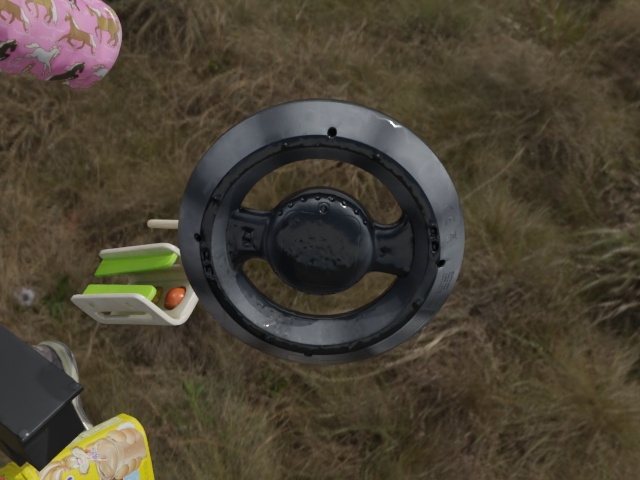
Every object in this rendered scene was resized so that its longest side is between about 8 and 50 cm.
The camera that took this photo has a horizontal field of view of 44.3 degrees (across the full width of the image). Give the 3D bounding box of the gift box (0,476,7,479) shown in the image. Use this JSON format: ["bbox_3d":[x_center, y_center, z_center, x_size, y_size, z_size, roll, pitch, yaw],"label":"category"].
[{"bbox_3d":[-0.214,0.294,0.523,0.255,0.276,0.258,9,64,10],"label":"gift box"}]

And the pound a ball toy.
[{"bbox_3d":[-0.316,0.065,1.533,0.136,0.319,0.208,45,57,-32],"label":"pound a ball toy"}]

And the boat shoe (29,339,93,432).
[{"bbox_3d":[-0.541,0.379,1.570,0.130,0.132,0.356,-5,71,-56],"label":"boat shoe"}]

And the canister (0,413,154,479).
[{"bbox_3d":[-0.289,0.296,0.943,0.073,0.126,0.170,5,18,41],"label":"canister"}]

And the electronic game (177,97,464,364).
[{"bbox_3d":[0.000,0.000,0.630,0.229,0.229,0.048,15,23,-3],"label":"electronic game"}]

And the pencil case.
[{"bbox_3d":[-0.476,-0.348,1.221,0.167,0.386,0.160,-41,76,15],"label":"pencil case"}]

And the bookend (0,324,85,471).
[{"bbox_3d":[-0.300,0.176,0.804,0.157,0.156,0.072,27,54,27],"label":"bookend"}]
